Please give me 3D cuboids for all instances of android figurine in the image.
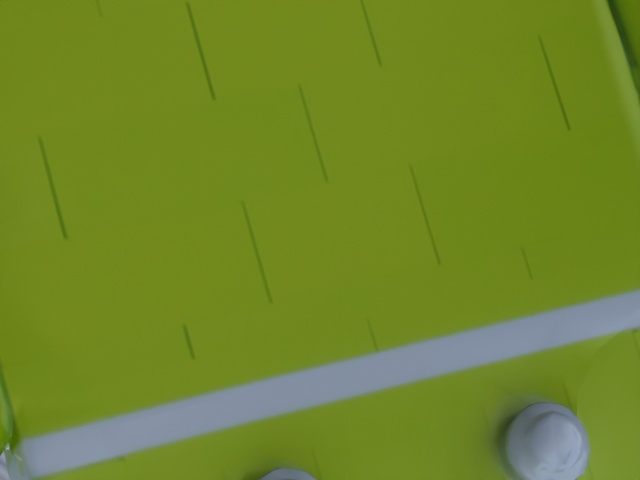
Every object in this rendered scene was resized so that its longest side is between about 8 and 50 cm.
[{"bbox_3d":[0.000,0.000,0.465,0.248,0.273,0.056,-11,166,-16],"label":"android figurine"}]
